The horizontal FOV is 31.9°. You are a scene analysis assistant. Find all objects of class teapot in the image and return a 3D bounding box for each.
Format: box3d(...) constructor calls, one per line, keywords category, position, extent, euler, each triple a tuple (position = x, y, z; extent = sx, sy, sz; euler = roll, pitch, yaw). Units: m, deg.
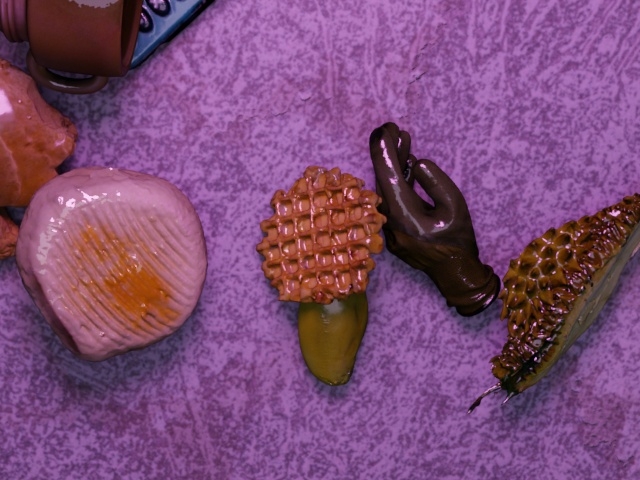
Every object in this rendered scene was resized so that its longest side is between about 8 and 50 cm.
box3d(category="teapot", position=(-0.287, -0.269, 1.221), extent=(0.175, 0.186, 0.268), euler=(10, 134, -2))

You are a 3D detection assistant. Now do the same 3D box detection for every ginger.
box3d(category="ginger", position=(-0.476, -0.076, 1.362), extent=(0.375, 0.166, 0.236), euler=(-18, 140, 21))

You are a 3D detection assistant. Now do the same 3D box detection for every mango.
box3d(category="mango", position=(0.017, 0.109, 1.419), extent=(0.091, 0.074, 0.165), euler=(-4, 101, -1))

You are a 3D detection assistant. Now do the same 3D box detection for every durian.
box3d(category="durian", position=(0.297, 0.061, 1.397), extent=(0.375, 0.132, 0.106), euler=(-52, 56, 10))

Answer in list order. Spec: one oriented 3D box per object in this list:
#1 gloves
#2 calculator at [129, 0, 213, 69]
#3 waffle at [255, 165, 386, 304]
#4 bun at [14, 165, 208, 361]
box3d(category="gloves", position=(0.130, -0.023, 1.379), extent=(0.107, 0.135, 0.268), euler=(-40, 106, -36))
box3d(category="calculator", position=(-0.223, -0.366, 1.318), extent=(0.274, 0.058, 0.248), euler=(-41, 100, 7))
box3d(category="waffle", position=(-0.001, -0.005, 1.366), extent=(0.191, 0.038, 0.191), euler=(-7, 78, 36))
box3d(category="bun", position=(-0.262, 0.019, 1.351), extent=(0.243, 0.153, 0.244), euler=(-7, 107, -25))
